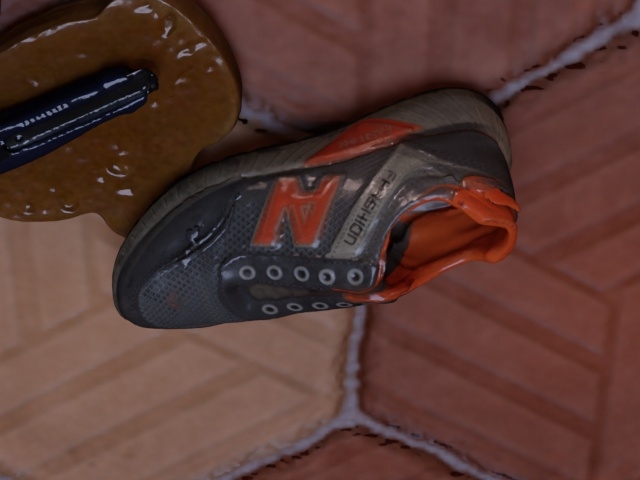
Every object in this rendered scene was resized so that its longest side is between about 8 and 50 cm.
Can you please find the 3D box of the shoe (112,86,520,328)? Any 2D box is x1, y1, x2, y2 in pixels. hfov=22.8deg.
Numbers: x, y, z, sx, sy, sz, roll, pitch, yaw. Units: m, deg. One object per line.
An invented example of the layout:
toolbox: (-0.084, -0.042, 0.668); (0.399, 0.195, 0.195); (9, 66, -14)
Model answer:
shoe: (-0.001, 0.001, 0.697); (0.194, 0.077, 0.074); (-22, 135, 4)

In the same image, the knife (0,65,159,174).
knife: (-0.125, -0.051, 0.684); (0.121, 0.018, 0.031); (-22, 123, 11)

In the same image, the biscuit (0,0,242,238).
biscuit: (-0.099, -0.050, 0.709); (0.140, 0.023, 0.118); (-20, 122, 10)
